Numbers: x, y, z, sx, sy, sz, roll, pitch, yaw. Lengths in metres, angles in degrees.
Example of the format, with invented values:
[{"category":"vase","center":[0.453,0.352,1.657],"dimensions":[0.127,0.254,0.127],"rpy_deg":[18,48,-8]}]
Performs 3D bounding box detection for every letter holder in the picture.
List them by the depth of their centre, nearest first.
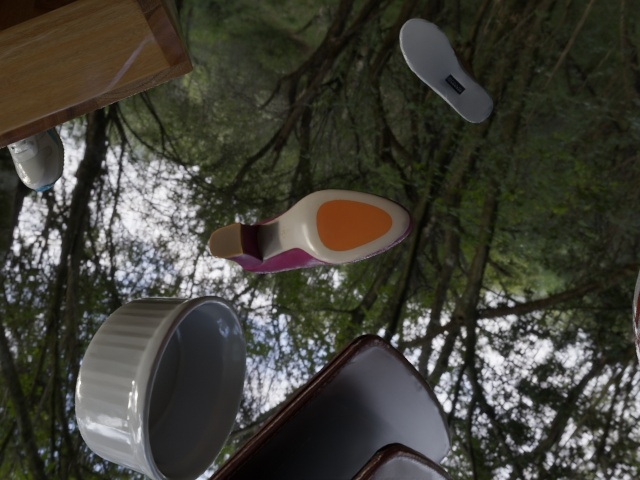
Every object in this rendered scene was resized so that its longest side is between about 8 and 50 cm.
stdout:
[{"category":"letter holder","center":[0.063,0.239,0.429],"dimensions":[0.152,0.214,0.301],"rpy_deg":[38,167,41]}]

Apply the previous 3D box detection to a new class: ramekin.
[{"category":"ramekin","center":[-0.235,0.215,0.816],"dimensions":[0.135,0.277,0.277],"rpy_deg":[4,-165,19]}]

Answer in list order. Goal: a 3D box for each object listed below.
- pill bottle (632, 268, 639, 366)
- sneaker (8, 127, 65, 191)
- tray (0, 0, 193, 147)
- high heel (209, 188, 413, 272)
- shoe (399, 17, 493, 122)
[{"category":"pill bottle","center":[0.252,0.073,0.190],"dimensions":[0.229,0.228,0.408],"rpy_deg":[27,-150,11]},{"category":"sneaker","center":[-0.480,-0.187,0.846],"dimensions":[0.092,0.088,0.228],"rpy_deg":[-4,-104,-75]},{"category":"tray","center":[-0.248,-0.235,0.496],"dimensions":[0.203,0.076,0.410],"rpy_deg":[-22,-135,-1]},{"category":"high heel","center":[0.000,0.000,0.613],"dimensions":[0.244,0.082,0.117],"rpy_deg":[-14,166,26]},{"category":"shoe","center":[0.177,-0.247,0.776],"dimensions":[0.178,0.063,0.081],"rpy_deg":[43,-161,-15]}]
